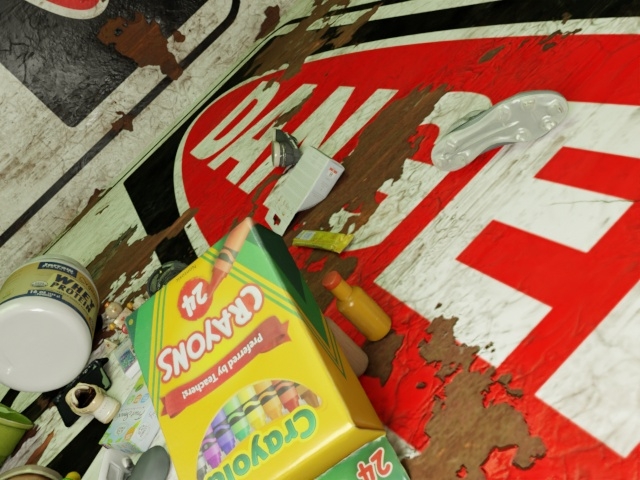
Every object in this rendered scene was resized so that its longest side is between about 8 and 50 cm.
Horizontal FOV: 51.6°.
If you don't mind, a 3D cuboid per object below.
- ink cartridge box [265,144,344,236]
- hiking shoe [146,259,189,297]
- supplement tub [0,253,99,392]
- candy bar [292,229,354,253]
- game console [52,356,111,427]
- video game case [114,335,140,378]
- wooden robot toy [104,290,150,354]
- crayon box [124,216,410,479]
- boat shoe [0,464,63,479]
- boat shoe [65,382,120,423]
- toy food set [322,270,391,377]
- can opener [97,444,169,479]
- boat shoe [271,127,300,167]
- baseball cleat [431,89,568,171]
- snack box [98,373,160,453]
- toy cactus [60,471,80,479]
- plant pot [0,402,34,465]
[{"bbox_3d":[-0.034,-0.090,1.295,0.179,0.045,0.145,-60,24,8],"label":"ink cartridge box"},{"bbox_3d":[-0.287,0.096,1.261,0.226,0.086,0.114,-9,20,47],"label":"hiking shoe"},{"bbox_3d":[-0.637,0.177,1.530,0.228,0.228,0.316,-41,25,4],"label":"supplement tub"},{"bbox_3d":[0.000,0.000,1.099,0.040,0.018,0.161,-48,24,-19],"label":"candy bar"},{"bbox_3d":[-0.467,0.303,1.332,0.122,0.071,0.107,-44,-6,-3],"label":"game console"},{"bbox_3d":[-0.339,0.189,1.313,0.157,0.019,0.143,-48,25,-11],"label":"video game case"},{"bbox_3d":[-0.416,0.151,1.398,0.173,0.079,0.076,-52,9,-17],"label":"wooden robot toy"},{"bbox_3d":[-0.071,0.158,0.698,0.202,0.081,0.319,-39,58,12],"label":"crayon box"},{"bbox_3d":[-0.507,0.464,1.037,0.307,0.110,0.104,-43,26,25],"label":"boat shoe"},{"bbox_3d":[-0.431,0.289,1.220,0.170,0.059,0.063,-3,48,46],"label":"boat shoe"},{"bbox_3d":[-0.034,0.143,0.814,0.232,0.104,0.111,-32,27,23],"label":"toy food set"},{"bbox_3d":[-0.258,0.367,0.832,0.093,0.074,0.280,-35,26,16],"label":"can opener"},{"bbox_3d":[-0.082,-0.214,1.546,0.064,0.075,0.206,1,21,-6],"label":"boat shoe"},{"bbox_3d":[0.248,-0.170,0.933,0.205,0.072,0.109,-20,26,35],"label":"baseball cleat"},{"bbox_3d":[-0.285,0.273,1.069,0.100,0.037,0.141,-20,34,43],"label":"snack box"},{"bbox_3d":[-0.362,0.403,0.861,0.219,0.112,0.181,100,177,-78],"label":"toy cactus"},{"bbox_3d":[-0.821,0.449,1.283,0.366,0.366,0.353,-4,56,55],"label":"plant pot"}]
